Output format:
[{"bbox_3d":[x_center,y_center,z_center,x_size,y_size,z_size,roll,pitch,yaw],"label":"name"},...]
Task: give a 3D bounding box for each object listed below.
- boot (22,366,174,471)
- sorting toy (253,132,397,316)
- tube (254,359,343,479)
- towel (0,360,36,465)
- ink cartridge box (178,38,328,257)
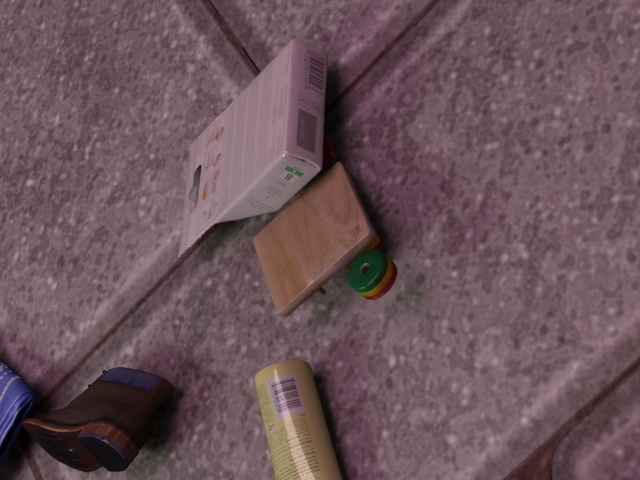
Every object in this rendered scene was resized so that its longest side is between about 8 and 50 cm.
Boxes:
[{"bbox_3d":[-0.250,0.201,1.706,0.219,0.082,0.106,-1,42,50],"label":"boot"},{"bbox_3d":[0.000,0.000,1.586,0.132,0.046,0.274,-42,37,15],"label":"sorting toy"},{"bbox_3d":[-0.012,0.238,1.496,0.070,0.062,0.240,109,150,-57],"label":"tube"},{"bbox_3d":[-0.495,0.227,1.868,0.336,0.040,0.243,28,88,45],"label":"towel"},{"bbox_3d":[-0.076,-0.095,1.689,0.225,0.056,0.181,-43,33,41],"label":"ink cartridge box"}]
